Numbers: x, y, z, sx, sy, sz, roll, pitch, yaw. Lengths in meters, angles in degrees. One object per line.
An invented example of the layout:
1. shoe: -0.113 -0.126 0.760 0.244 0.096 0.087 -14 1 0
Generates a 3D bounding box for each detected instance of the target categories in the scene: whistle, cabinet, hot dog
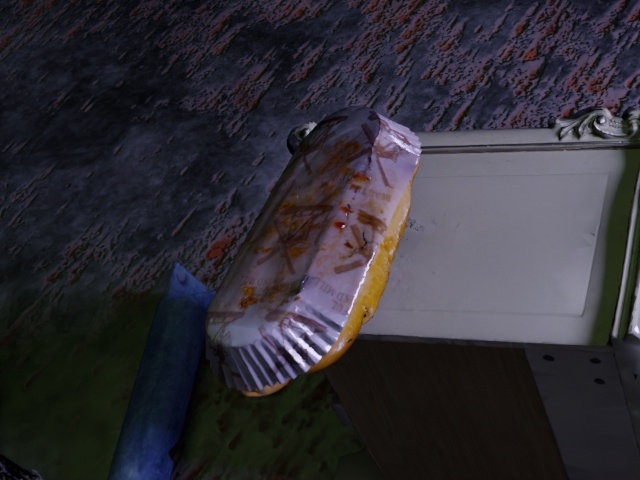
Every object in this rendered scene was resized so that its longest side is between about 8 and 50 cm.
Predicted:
1. whistle: -0.156 0.148 1.164 0.062 0.062 0.304 -6 44 16
2. cabinet: 0.137 0.065 0.967 0.318 0.290 0.227 0 51 25
3. hot dog: 0.000 0.000 0.849 0.131 0.069 0.253 -3 48 38

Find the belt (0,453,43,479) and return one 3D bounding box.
1. belt: -0.352 0.213 1.152 0.126 0.094 0.359 -35 44 -13
